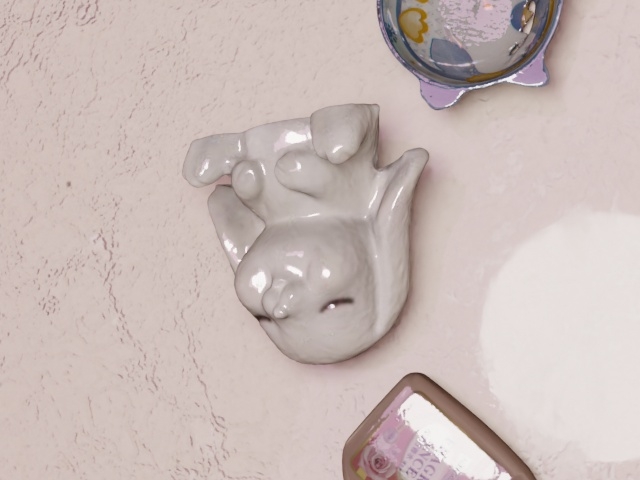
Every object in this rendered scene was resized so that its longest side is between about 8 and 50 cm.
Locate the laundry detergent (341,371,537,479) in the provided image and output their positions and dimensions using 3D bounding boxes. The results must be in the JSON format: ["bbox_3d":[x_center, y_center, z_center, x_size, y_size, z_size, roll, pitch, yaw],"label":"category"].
[{"bbox_3d":[0.134,0.273,1.630,0.237,0.076,0.171,44,96,14],"label":"laundry detergent"}]

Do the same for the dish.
[{"bbox_3d":[0.179,-0.248,1.677,0.228,0.086,0.236,40,94,15],"label":"dish"}]

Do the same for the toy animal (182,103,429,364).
[{"bbox_3d":[0.000,0.000,1.649,0.272,0.206,0.265,-13,88,29],"label":"toy animal"}]
